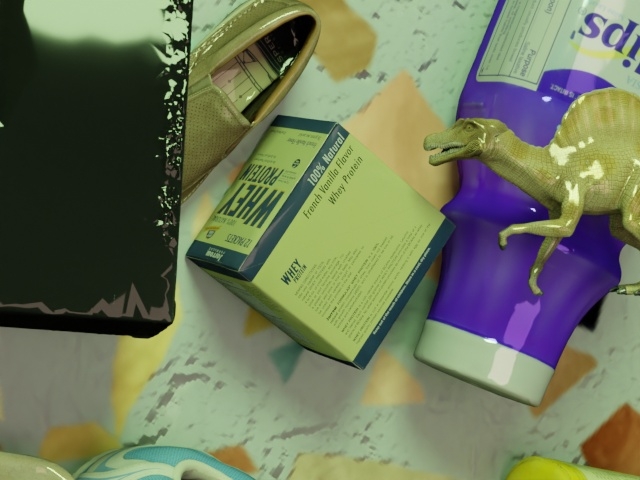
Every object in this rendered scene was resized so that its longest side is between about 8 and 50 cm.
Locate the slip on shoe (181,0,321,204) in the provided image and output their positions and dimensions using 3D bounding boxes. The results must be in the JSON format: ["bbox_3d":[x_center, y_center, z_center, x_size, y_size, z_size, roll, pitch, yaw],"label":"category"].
[{"bbox_3d":[-0.050,-0.057,0.778,0.135,0.041,0.051,-45,116,-17],"label":"slip on shoe"}]

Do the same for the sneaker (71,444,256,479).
[{"bbox_3d":[-0.012,0.166,0.806,0.237,0.086,0.085,31,79,-31],"label":"sneaker"}]

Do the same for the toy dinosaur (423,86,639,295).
[{"bbox_3d":[0.140,-0.022,0.777,0.183,0.053,0.092,-1,91,-16],"label":"toy dinosaur"}]

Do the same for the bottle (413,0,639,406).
[{"bbox_3d":[0.127,-0.061,0.849,0.118,0.092,0.282,25,84,-23],"label":"bottle"}]

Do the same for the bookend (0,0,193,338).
[{"bbox_3d":[-0.135,-0.044,0.706,0.157,0.072,0.156,4,81,-12],"label":"bookend"}]

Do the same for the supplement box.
[{"bbox_3d":[0.000,0.000,0.806,0.083,0.056,0.083,39,77,-28],"label":"supplement box"}]

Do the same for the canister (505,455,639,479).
[{"bbox_3d":[0.171,0.184,0.920,0.170,0.073,0.126,14,89,-29],"label":"canister"}]

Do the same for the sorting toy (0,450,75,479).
[{"bbox_3d":[-0.215,0.168,0.703,0.208,0.038,0.193,15,97,-30],"label":"sorting toy"}]
